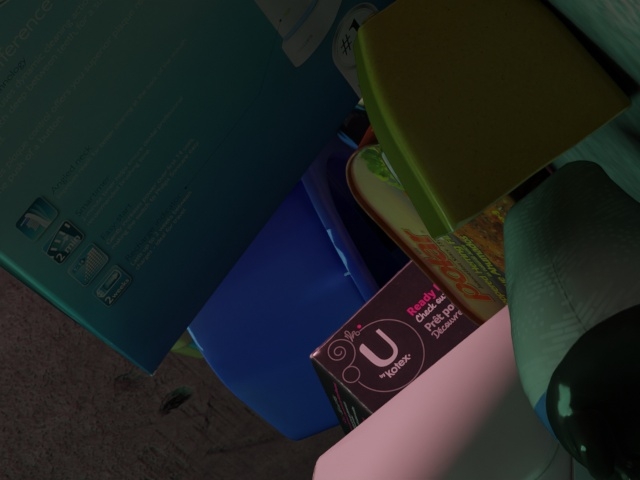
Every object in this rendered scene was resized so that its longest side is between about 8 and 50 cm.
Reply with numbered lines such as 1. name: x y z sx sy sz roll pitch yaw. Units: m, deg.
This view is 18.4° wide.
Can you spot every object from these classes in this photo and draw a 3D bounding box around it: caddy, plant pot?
1. caddy: 0.000 0.000 1.449 0.241 0.179 0.341 67 -171 26
2. plant pot: 0.055 -0.057 0.742 0.083 0.081 0.081 54 178 1

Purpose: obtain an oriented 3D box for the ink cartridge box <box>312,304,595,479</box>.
1. ink cartridge box: 0.149 0.195 1.005 0.270 0.198 0.197 38 -150 -19

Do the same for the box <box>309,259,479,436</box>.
1. box: 0.112 0.107 1.289 0.142 0.163 0.247 42 169 23

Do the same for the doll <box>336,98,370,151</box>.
1. doll: 0.048 -0.057 1.156 0.189 0.046 0.129 39 174 29

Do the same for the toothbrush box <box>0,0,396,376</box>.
1. toothbrush box: -0.115 -0.108 0.854 0.126 0.216 0.295 32 172 34

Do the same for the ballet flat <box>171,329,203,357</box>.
1. ballet flat: -0.127 0.000 1.531 0.073 0.080 0.232 34 -151 -44

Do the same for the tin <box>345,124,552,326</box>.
1. tin: 0.091 -0.003 1.039 0.106 0.040 0.190 -6 139 43

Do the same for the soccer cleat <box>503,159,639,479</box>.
1. soccer cleat: 0.191 0.084 0.836 0.331 0.116 0.143 43 -160 -36
